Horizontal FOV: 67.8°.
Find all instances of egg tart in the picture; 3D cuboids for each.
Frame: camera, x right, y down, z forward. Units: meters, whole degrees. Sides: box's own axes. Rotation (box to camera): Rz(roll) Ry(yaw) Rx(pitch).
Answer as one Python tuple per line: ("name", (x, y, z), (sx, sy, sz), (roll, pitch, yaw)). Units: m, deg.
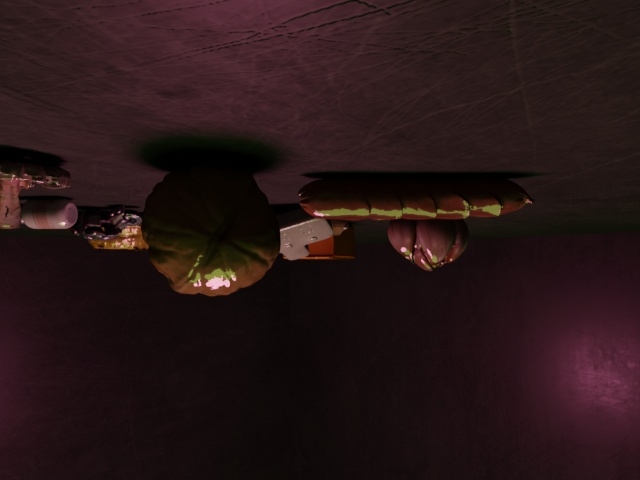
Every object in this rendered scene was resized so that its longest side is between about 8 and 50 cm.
("egg tart", (-0.637, -0.026, 1.524), (0.289, 0.116, 0.290), (2, 177, 0))

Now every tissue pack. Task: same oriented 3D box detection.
("tissue pack", (0.000, 0.000, 1.757), (0.194, 0.146, 0.274), (-3, 176, 19))

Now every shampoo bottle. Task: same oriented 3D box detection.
("shampoo bottle", (-0.685, -0.063, 1.138), (0.191, 0.074, 0.074), (-1, 177, 5))

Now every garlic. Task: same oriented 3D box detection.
("garlic", (0.320, -0.018, 1.391), (0.213, 0.191, 0.160), (15, 145, -31))

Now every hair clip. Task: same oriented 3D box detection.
("hair clip", (-0.509, -0.085, 0.769), (0.172, 0.069, 0.300), (0, 167, -35))

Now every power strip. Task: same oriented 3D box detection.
("power strip", (-0.092, -0.005, 1.341), (0.264, 0.059, 0.194), (-16, 151, 11))

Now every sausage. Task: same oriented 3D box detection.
("sausage", (0.175, -0.078, 0.879), (0.432, 0.088, 0.088), (0, 177, -1))

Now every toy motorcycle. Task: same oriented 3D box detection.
("toy motorcycle", (-0.599, -0.053, 1.308), (0.213, 0.082, 0.122), (-17, 160, 20))

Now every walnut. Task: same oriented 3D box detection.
("walnut", (-0.174, -0.020, 0.770), (0.224, 0.225, 0.261), (1, -171, -18))

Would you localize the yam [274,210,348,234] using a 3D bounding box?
("yam", (-0.095, -0.053, 1.398), (0.371, 0.083, 0.083), (2, 176, -20))
